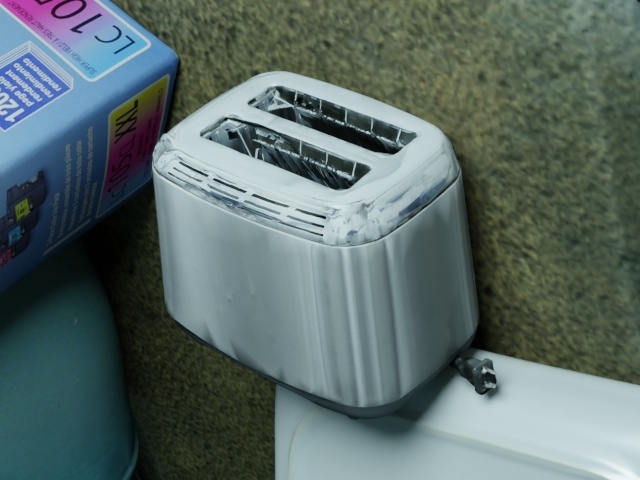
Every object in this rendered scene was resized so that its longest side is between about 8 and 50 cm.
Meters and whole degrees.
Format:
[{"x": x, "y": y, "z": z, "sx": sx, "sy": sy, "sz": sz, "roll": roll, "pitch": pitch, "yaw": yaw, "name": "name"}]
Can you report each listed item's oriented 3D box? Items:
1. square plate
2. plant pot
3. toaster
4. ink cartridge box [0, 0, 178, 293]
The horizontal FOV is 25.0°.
[{"x": 0.096, "y": 0.237, "z": 0.874, "sx": 0.347, "sy": 0.049, "sz": 0.344, "roll": 11, "pitch": 105, "yaw": 36, "name": "square plate"}, {"x": -0.288, "y": 0.073, "z": 1.156, "sx": 0.271, "sy": 0.271, "sz": 0.255, "roll": 22, "pitch": 124, "yaw": 36, "name": "plant pot"}, {"x": 0.000, "y": 0.000, "z": 0.839, "sx": 0.227, "sy": 0.129, "sz": 0.146, "roll": 25, "pitch": 138, "yaw": 36, "name": "toaster"}, {"x": -0.325, "y": -0.056, "z": 0.924, "sx": 0.270, "sy": 0.395, "sz": 0.151, "roll": 38, "pitch": 146, "yaw": 17, "name": "ink cartridge box"}]
